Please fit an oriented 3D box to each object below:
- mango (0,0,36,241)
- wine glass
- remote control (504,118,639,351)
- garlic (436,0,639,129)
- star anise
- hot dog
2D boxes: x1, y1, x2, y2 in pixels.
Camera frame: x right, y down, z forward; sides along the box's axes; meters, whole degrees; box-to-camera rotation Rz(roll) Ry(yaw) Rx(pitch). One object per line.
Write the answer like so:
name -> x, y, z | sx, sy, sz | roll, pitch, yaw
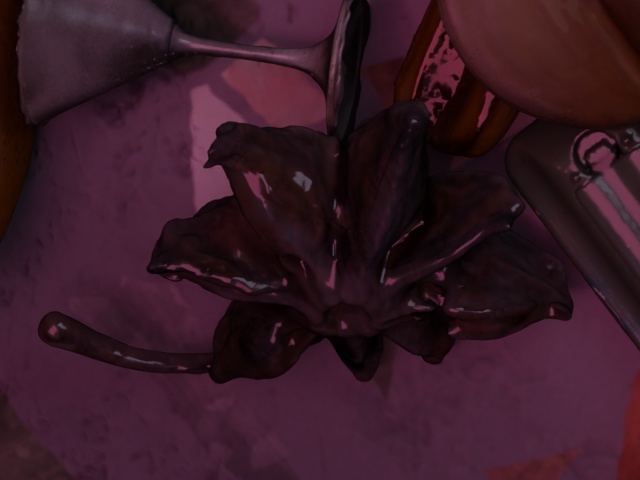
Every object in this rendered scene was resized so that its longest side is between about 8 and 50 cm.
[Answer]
mango -> -0.298, -0.113, 1.398 | 0.201, 0.199, 0.350 | 14, 88, -17
wine glass -> -0.086, -0.138, 1.357 | 0.232, 0.156, 0.156 | 8, 100, 8
remote control -> 0.268, 0.036, 1.328 | 0.128, 0.065, 0.335 | -38, 88, 13
garlic -> 0.172, -0.184, 1.222 | 0.217, 0.110, 0.228 | -33, 88, 19
star anise -> 0.000, 0.000, 1.330 | 0.359, 0.139, 0.316 | 11, 133, -7
hot dog -> 0.136, -0.173, 1.332 | 0.104, 0.076, 0.250 | 29, 101, 29
